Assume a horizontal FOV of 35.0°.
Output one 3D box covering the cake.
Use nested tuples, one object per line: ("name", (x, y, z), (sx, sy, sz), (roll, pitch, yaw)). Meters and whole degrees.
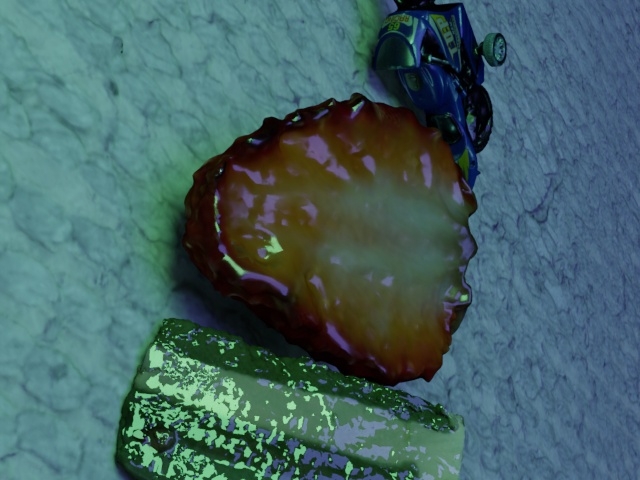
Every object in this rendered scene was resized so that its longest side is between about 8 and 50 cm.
("cake", (-0.008, 0.172, 0.827), (0.283, 0.172, 0.158), (45, 43, -37))

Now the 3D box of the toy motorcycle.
("toy motorcycle", (0.140, -0.201, 1.220), (0.169, 0.113, 0.315), (-58, 136, -33))

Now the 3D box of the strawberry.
("strawberry", (0.000, 0.000, 0.928), (0.336, 0.149, 0.265), (10, 76, -44))
